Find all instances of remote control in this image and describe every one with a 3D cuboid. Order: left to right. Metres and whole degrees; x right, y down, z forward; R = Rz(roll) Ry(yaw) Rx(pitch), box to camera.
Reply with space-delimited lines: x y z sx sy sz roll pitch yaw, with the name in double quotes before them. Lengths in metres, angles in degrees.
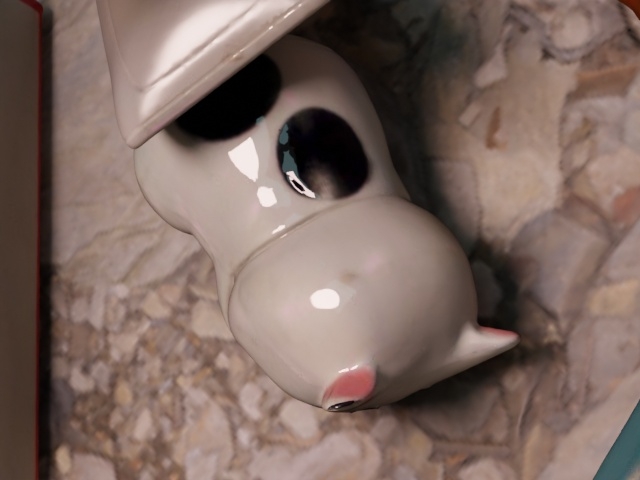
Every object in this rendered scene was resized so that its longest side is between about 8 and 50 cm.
"remote control" -0.070 -0.161 0.771 0.109 0.055 0.313 -37 37 14

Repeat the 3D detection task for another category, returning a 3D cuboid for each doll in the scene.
"doll" -0.004 -0.004 0.731 0.110 0.107 0.181 -20 68 -24

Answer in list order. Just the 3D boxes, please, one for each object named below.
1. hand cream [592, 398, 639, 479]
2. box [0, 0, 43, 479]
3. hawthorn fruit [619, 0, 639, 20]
"hand cream" 0.132 0.116 0.669 0.083 0.048 0.224 25 93 28
"box" -0.335 0.010 0.781 0.300 0.314 0.312 -10 72 27
"hawthorn fruit" 0.185 -0.179 0.612 0.261 0.258 0.258 17 84 17
